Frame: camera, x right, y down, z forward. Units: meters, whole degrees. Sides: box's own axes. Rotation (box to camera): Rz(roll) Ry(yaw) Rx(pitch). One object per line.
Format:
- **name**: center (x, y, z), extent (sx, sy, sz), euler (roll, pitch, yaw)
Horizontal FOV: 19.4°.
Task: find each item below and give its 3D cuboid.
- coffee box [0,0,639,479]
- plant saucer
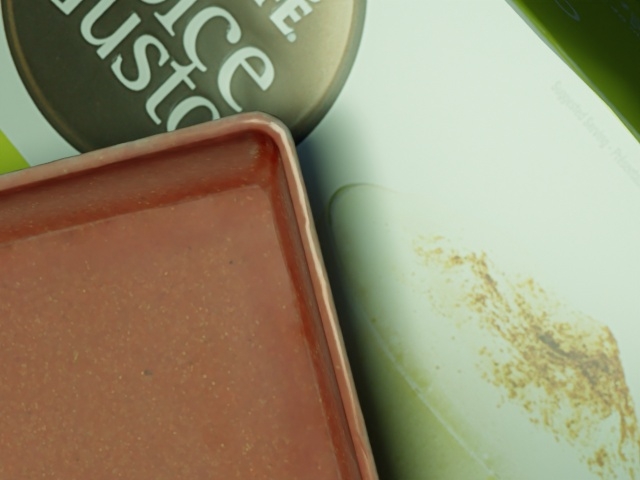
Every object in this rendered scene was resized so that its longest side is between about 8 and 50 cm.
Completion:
- **coffee box**: center (0.000, 0.000, 0.807), extent (0.334, 0.338, 0.337), euler (-42, 84, 19)
- **plant saucer**: center (-0.093, 0.106, 0.647), extent (0.259, 0.048, 0.258), euler (-13, 94, 18)
